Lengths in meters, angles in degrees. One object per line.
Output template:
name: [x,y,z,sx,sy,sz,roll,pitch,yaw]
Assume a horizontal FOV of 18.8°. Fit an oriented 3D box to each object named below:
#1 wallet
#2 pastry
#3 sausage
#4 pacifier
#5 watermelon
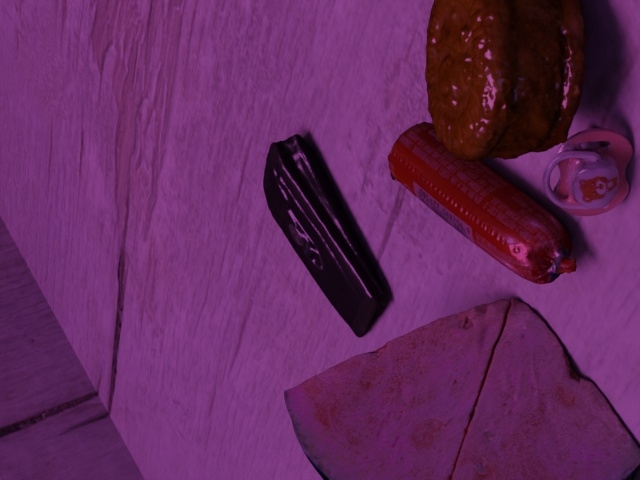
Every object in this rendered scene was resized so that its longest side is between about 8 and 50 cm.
wallet: [0.000,0.000,2.391,0.245,0.052,0.168,60,160,13]
pastry: [0.162,-0.164,1.723,0.189,0.103,0.189,179,90,-74]
sausage: [0.167,-0.032,1.935,0.274,0.074,0.074,43,147,48]
pacifier: [0.239,-0.071,1.747,0.078,0.081,0.099,-94,2,-48]
watermelon: [0.176,0.223,2.070,0.222,0.319,0.292,37,-157,-60]
